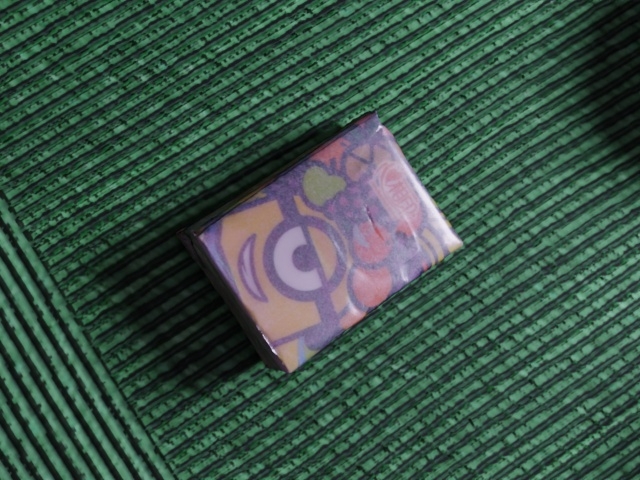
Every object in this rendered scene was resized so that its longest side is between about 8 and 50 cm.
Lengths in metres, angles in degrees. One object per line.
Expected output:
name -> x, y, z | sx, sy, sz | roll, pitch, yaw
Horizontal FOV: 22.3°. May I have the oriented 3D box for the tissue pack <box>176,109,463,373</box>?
tissue pack -> 0.000, 0.000, 1.030 | 0.148, 0.060, 0.108 | -35, 96, -17
